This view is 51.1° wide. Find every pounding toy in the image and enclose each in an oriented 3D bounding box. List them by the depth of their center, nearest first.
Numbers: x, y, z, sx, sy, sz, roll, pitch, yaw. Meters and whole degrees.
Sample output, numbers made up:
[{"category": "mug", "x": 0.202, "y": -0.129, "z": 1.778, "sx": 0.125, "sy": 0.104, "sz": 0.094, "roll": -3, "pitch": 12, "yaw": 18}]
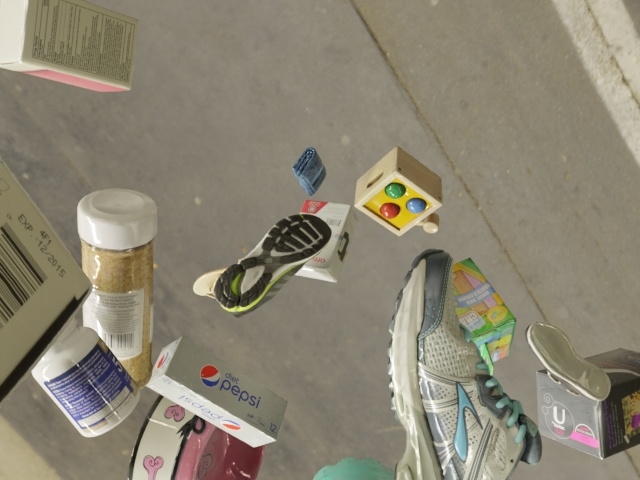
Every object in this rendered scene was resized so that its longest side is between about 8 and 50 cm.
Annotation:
[{"category": "pounding toy", "x": 0.173, "y": -0.062, "z": 1.389, "sx": 0.206, "sy": 0.094, "sz": 0.181, "roll": 32, "pitch": 131, "yaw": -22}]

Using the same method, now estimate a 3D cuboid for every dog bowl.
[{"category": "dog bowl", "x": -0.273, "y": 0.517, "z": 1.611, "sx": 0.150, "sy": 0.408, "sz": 0.408, "roll": 11, "pitch": 128, "yaw": 24}]

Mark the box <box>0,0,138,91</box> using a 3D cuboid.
[{"category": "box", "x": -0.498, "y": -0.391, "z": 1.321, "sx": 0.127, "sy": 0.232, "sz": 0.148, "roll": 9, "pitch": 93, "yaw": 42}]

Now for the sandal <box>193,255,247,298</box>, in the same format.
[{"category": "sandal", "x": -0.229, "y": 0.115, "z": 1.687, "sx": 0.240, "sy": 0.079, "sz": 0.088, "roll": -27, "pitch": 142, "yaw": 25}]

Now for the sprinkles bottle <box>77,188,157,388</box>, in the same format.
[{"category": "sprinkles bottle", "x": -0.341, "y": 0.093, "z": 1.126, "sx": 0.121, "sy": 0.121, "sz": 0.355, "roll": 19, "pitch": 121, "yaw": 17}]

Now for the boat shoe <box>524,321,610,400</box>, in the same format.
[{"category": "boat shoe", "x": 0.266, "y": 0.133, "z": 0.739, "sx": 0.125, "sy": 0.046, "sz": 0.038, "roll": 35, "pitch": 160, "yaw": -16}]

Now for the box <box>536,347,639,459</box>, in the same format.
[{"category": "box", "x": 0.605, "y": 0.330, "z": 1.391, "sx": 0.165, "sy": 0.270, "sz": 0.143, "roll": 7, "pitch": 102, "yaw": 61}]

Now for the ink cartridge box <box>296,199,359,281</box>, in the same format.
[{"category": "ink cartridge box", "x": 0.000, "y": 0.000, "z": 1.573, "sx": 0.127, "sy": 0.175, "sz": 0.072, "roll": 9, "pitch": 153, "yaw": 27}]

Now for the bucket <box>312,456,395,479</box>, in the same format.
[{"category": "bucket", "x": 0.080, "y": 0.613, "z": 1.403, "sx": 0.281, "sy": 0.281, "sz": 0.183, "roll": 39, "pitch": 177, "yaw": -1}]

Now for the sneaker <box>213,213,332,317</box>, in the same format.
[{"category": "sneaker", "x": -0.100, "y": 0.053, "z": 1.425, "sx": 0.111, "sy": 0.300, "sz": 0.121, "roll": 48, "pitch": 159, "yaw": 15}]

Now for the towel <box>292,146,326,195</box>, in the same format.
[{"category": "towel", "x": -0.018, "y": -0.139, "z": 1.364, "sx": 0.029, "sy": 0.067, "sz": 0.119, "roll": 32, "pitch": 171, "yaw": 21}]

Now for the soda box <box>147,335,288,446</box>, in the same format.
[{"category": "soda box", "x": -0.212, "y": 0.321, "z": 1.401, "sx": 0.286, "sy": 0.098, "sz": 0.091, "roll": 36, "pitch": 137, "yaw": -21}]

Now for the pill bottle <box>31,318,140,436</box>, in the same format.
[{"category": "pill bottle", "x": -0.374, "y": 0.198, "z": 1.030, "sx": 0.112, "sy": 0.112, "sz": 0.186, "roll": -13, "pitch": 117, "yaw": 36}]

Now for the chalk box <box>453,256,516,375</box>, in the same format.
[{"category": "chalk box", "x": 0.279, "y": 0.164, "z": 1.266, "sx": 0.132, "sy": 0.132, "sz": 0.213, "roll": 83, "pitch": 162, "yaw": -51}]

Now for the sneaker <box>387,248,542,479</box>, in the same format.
[{"category": "sneaker", "x": 0.129, "y": 0.147, "z": 0.591, "sx": 0.122, "sy": 0.110, "sz": 0.283, "roll": -3, "pitch": 90, "yaw": 16}]

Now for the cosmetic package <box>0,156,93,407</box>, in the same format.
[{"category": "cosmetic package", "x": -0.342, "y": 0.063, "z": 0.486, "sx": 0.296, "sy": 0.153, "sz": 0.129, "roll": -15, "pitch": 118, "yaw": 23}]
